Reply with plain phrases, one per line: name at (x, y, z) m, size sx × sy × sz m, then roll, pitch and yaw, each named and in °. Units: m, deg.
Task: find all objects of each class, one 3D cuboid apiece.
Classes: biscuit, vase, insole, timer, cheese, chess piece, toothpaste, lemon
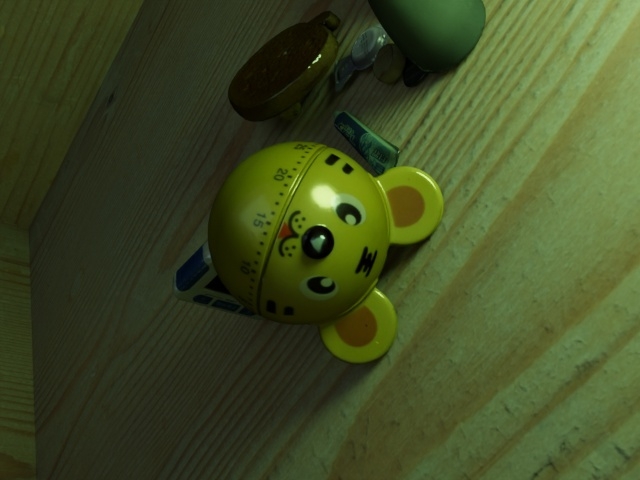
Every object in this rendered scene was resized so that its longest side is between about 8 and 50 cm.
biscuit at (-0.082, -0.437, 1.677) m, size 0.350 × 0.070 × 0.394 m, roll -42°, pitch 30°, yaw 5°
vase at (0.146, -0.453, 1.206) m, size 0.173 × 0.321 × 0.173 m, roll -23°, pitch 56°, yaw 39°
insole at (0.198, -0.457, 1.416) m, size 0.110 × 0.012 × 0.310 m, roll -23°, pitch 56°, yaw 44°
timer at (0.000, 0.000, 1.219) m, size 0.386 × 0.376 × 0.376 m, roll 23°, pitch 93°, yaw 11°
cheese at (0.093, -0.424, 1.511) m, size 0.191 × 0.042 × 0.105 m, roll -32°, pitch 49°, yaw 42°
chess piece at (0.147, -0.377, 1.411) m, size 0.083 × 0.038 × 0.084 m, roll -34°, pitch 50°, yaw 51°
toothpaste at (0.092, -0.214, 1.413) m, size 0.069 × 0.047 × 0.268 m, roll -47°, pitch 43°, yaw 9°
timer at (-0.176, 0.083, 1.440) m, size 0.178 × 0.253 × 0.078 m, roll -41°, pitch 44°, yaw 33°
lemon at (-0.081, -0.335, 1.681) m, size 0.062 × 0.062 × 0.083 m, roll -60°, pitch 40°, yaw 13°
